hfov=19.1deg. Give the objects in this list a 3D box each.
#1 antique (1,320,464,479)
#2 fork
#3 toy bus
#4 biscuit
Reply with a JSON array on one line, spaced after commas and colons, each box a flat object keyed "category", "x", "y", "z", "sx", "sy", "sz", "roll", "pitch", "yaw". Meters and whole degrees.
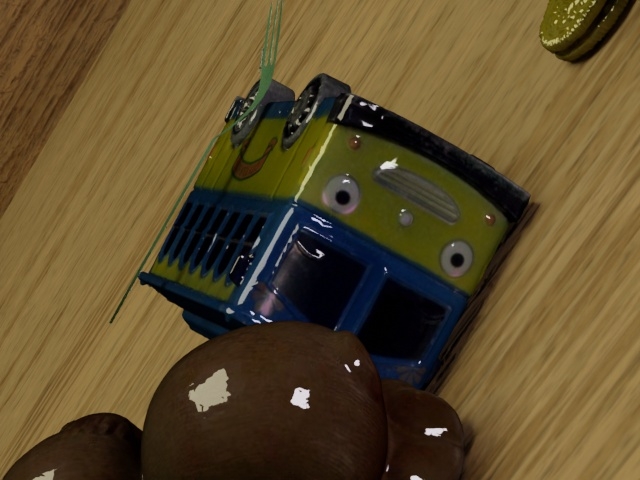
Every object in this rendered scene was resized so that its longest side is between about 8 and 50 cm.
[{"category": "antique", "x": -0.066, "y": 0.128, "z": 1.018, "sx": 0.257, "sy": 0.143, "sz": 0.121, "roll": -23, "pitch": 51, "yaw": 30}, {"category": "fork", "x": -0.072, "y": -0.047, "z": 1.213, "sx": 0.235, "sy": 0.021, "sz": 0.039, "roll": -63, "pitch": 11, "yaw": -7}, {"category": "toy bus", "x": 0.000, "y": 0.000, "z": 1.191, "sx": 0.175, "sy": 0.138, "sz": 0.287, "roll": -62, "pitch": 15, "yaw": -4}, {"category": "biscuit", "x": 0.161, "y": -0.147, "z": 1.137, "sx": 0.084, "sy": 0.023, "sz": 0.084, "roll": -54, "pitch": 17, "yaw": 25}]
